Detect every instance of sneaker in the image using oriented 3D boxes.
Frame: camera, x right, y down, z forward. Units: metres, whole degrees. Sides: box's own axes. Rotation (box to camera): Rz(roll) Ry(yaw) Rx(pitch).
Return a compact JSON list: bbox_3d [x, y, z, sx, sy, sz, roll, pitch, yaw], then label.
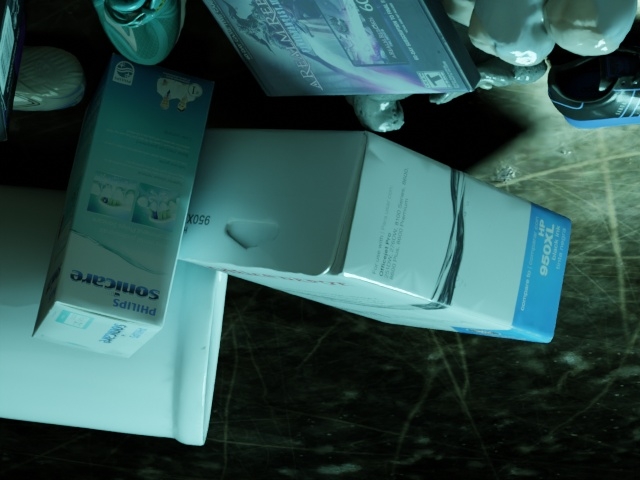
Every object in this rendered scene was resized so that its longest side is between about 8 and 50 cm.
[{"bbox_3d":[-0.197,-0.260,1.390,0.107,0.110,0.275,3,152,1],"label":"sneaker"},{"bbox_3d":[0.365,-0.177,1.518,0.232,0.081,0.090,-10,156,25],"label":"sneaker"},{"bbox_3d":[-0.387,-0.190,1.567,0.237,0.085,0.086,9,158,-5],"label":"sneaker"}]

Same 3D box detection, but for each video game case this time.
[{"bbox_3d":[0.001,-0.218,1.308,0.274,0.026,0.196,3,139,43],"label":"video game case"}]

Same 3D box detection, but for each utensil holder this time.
[{"bbox_3d":[-0.327,0.089,1.827,0.386,0.327,0.327,6,151,0],"label":"utensil holder"}]

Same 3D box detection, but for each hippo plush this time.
[{"bbox_3d":[0.180,-0.300,1.154,0.294,0.234,0.236,-16,147,32],"label":"hippo plush"}]

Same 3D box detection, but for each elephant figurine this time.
[{"bbox_3d":[0.144,-0.211,1.436,0.239,0.186,0.169,-6,118,-6],"label":"elephant figurine"}]

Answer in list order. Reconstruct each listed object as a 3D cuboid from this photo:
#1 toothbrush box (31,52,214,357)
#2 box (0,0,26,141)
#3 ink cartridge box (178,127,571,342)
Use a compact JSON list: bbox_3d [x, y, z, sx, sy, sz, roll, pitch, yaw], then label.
[{"bbox_3d":[-0.229,-0.032,1.574,0.126,0.295,0.216,14,164,-15],"label":"toothbrush box"},{"bbox_3d":[-0.456,-0.218,1.433,0.270,0.165,0.143,5,152,-4],"label":"box"},{"bbox_3d":[0.066,-0.003,1.633,0.285,0.166,0.395,5,170,44],"label":"ink cartridge box"}]
